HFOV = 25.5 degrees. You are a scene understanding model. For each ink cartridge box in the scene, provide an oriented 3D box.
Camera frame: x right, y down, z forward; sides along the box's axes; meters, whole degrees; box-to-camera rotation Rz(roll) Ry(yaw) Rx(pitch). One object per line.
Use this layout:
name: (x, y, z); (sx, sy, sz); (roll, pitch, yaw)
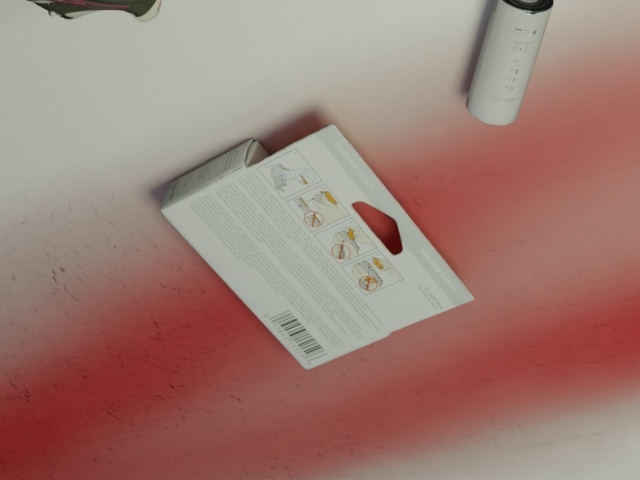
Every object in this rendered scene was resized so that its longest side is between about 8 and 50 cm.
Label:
ink cartridge box: (0.000, 0.000, 1.552); (0.239, 0.060, 0.275); (-25, 120, 28)

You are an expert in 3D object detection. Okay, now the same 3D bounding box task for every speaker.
speaker: (0.181, -0.178, 1.364); (0.055, 0.055, 0.136); (13, 131, 1)

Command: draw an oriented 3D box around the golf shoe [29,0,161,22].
golf shoe: (-0.284, -0.263, 1.367); (0.273, 0.105, 0.120); (9, 146, 12)
